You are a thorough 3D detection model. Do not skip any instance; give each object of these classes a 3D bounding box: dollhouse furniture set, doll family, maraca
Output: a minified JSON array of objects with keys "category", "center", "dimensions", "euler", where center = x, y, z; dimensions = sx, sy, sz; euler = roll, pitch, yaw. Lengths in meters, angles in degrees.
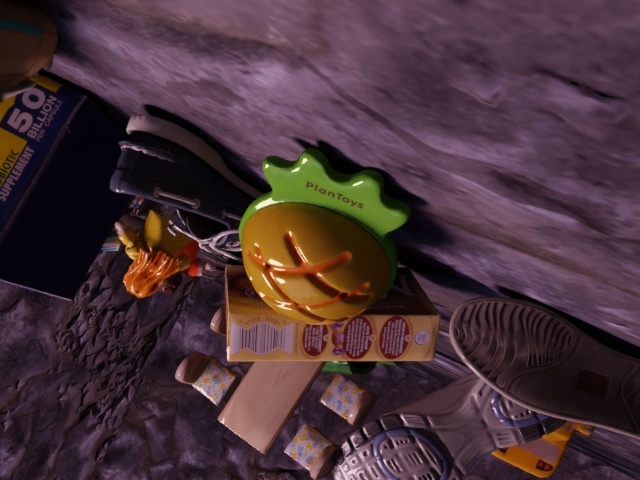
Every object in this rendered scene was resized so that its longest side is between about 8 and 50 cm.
[{"category":"dollhouse furniture set","center":[-0.032,0.131,0.825],"dimensions":[0.212,0.242,0.161],"euler":[31,173,18]},{"category":"doll family","center":[-0.250,-0.022,0.872],"dimensions":[0.263,0.163,0.118],"euler":[29,171,-14]},{"category":"maraca","center":[0.000,0.000,0.519],"dimensions":[0.127,0.099,0.185],"euler":[18,146,1]}]

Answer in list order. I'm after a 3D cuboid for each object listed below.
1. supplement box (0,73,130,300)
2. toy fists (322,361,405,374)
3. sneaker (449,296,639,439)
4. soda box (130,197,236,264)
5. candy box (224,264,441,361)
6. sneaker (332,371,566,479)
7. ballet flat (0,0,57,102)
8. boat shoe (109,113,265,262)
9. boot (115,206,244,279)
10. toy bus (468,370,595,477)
[{"category":"supplement box","center":[-0.406,-0.106,0.743],"dimensions":[0.357,0.194,0.195],"euler":[25,171,11]},{"category":"toy fists","center":[0.033,0.146,1.060],"dimensions":[0.142,0.096,0.279],"euler":[0,178,27]},{"category":"sneaker","center":[0.215,0.122,0.611],"dimensions":[0.222,0.083,0.118],"euler":[24,171,10]},{"category":"soda box","center":[-0.216,-0.023,1.118],"dimensions":[0.169,0.053,0.060],"euler":[31,170,-26]},{"category":"candy box","center":[0.006,0.066,0.644],"dimensions":[0.187,0.053,0.109],"euler":[0,-160,-9]},{"category":"sneaker","center":[0.154,0.218,0.800],"dimensions":[0.111,0.297,0.129],"euler":[65,-172,8]},{"category":"ballet flat","center":[-0.246,-0.136,0.528],"dimensions":[0.073,0.080,0.232],"euler":[-2,-172,-28]},{"category":"boat shoe","center":[-0.104,-0.031,0.670],"dimensions":[0.095,0.079,0.254],"euler":[17,169,25]},{"category":"boot","center":[-0.248,-0.004,1.278],"dimensions":[0.263,0.091,0.229],"euler":[25,166,-14]},{"category":"toy bus","center":[0.281,0.252,1.004],"dimensions":[0.108,0.130,0.332],"euler":[26,171,4]}]
